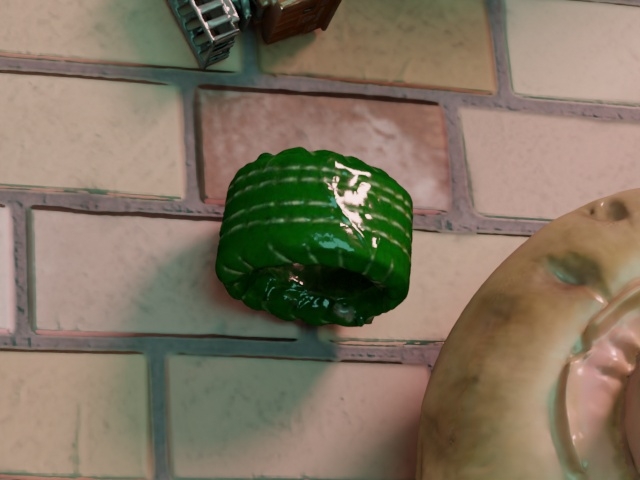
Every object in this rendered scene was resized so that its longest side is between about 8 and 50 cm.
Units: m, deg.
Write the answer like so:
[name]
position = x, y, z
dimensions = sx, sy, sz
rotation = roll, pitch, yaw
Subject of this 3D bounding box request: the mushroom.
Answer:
[mushroom]
position = 0.252, 0.135, 1.171
dimensions = 0.325, 0.353, 0.353
rotation = 46, 60, -16

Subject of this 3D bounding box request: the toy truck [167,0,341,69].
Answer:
[toy truck]
position = -0.067, -0.224, 1.336
dimensions = 0.115, 0.080, 0.178
rotation = -23, 80, -17

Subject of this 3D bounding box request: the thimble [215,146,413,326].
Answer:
[thimble]
position = 0.000, 0.000, 1.247
dimensions = 0.130, 0.118, 0.090
rotation = 28, 54, -38
